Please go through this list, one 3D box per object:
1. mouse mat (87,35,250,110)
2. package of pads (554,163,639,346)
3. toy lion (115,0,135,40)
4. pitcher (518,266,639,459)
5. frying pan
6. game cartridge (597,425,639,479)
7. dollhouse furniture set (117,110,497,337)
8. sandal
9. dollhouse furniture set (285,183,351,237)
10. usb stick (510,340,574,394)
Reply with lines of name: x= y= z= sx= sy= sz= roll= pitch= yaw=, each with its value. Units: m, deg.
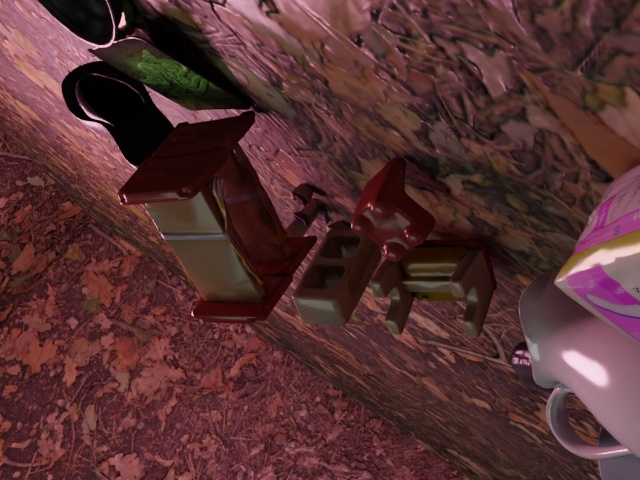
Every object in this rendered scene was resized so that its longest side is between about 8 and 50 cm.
mouse mat: x=-0.180 y=-0.190 z=0.896 sx=0.153 sy=0.007 sz=0.190 roll=28 pitch=171 yaw=-32
package of pads: x=0.273 y=0.023 z=0.366 sx=0.229 sy=0.101 sz=0.296 roll=36 pitch=165 yaw=-1
toy lion: x=-0.248 y=-0.266 z=0.854 sx=0.100 sy=0.034 sz=0.096 roll=35 pitch=159 yaw=9
pitcher: x=0.266 y=0.130 z=0.624 sx=0.207 sy=0.126 sz=0.177 roll=24 pitch=131 yaw=53
frying pan: x=-0.312 y=-0.311 z=0.786 sx=0.326 sy=0.053 sz=0.197 roll=33 pitch=157 yaw=28
game cartridge: x=0.376 y=0.280 z=0.703 sx=0.196 sy=0.060 sz=0.294 roll=-5 pitch=119 yaw=55
dollhouse furniture set: x=-0.007 y=-0.025 z=0.837 sx=0.374 sy=0.152 sz=0.201 roll=-1 pitch=130 yaw=31
sandal: x=-0.261 y=-0.176 z=0.993 sx=0.254 sy=0.097 sz=0.054 roll=38 pitch=170 yaw=37
dollhouse furniture set: x=0.000 y=0.000 z=0.990 sx=0.114 sy=0.081 sz=0.091 roll=33 pitch=165 yaw=18
usb stick: x=0.294 y=0.141 z=0.805 sx=0.077 sy=0.045 sz=0.278 roll=40 pitch=165 yaw=-10
